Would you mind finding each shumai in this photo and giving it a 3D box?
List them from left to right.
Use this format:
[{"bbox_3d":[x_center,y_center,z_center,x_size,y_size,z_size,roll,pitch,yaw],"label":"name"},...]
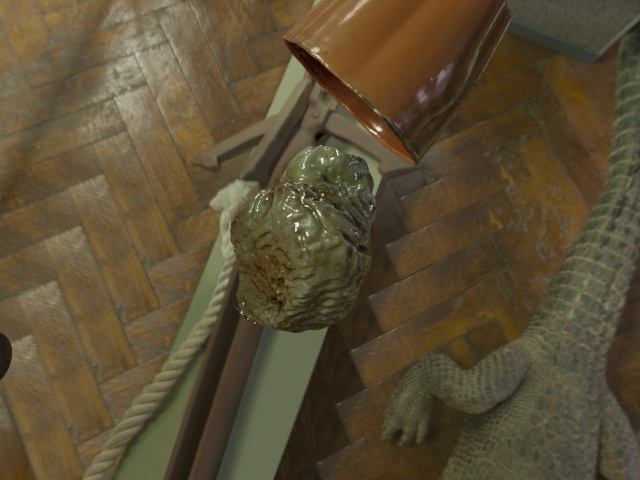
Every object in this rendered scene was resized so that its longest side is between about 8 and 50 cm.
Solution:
[{"bbox_3d":[0.003,0.001,0.707,0.184,0.218,0.185,34,46,31],"label":"shumai"}]

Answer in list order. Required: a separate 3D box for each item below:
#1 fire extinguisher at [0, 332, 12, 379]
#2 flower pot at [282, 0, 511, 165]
[{"bbox_3d":[-0.326,0.078,0.452,0.157,0.045,0.078,4,98,15],"label":"fire extinguisher"},{"bbox_3d":[0.083,-0.201,0.572,0.190,0.190,0.173,42,96,4],"label":"flower pot"}]
